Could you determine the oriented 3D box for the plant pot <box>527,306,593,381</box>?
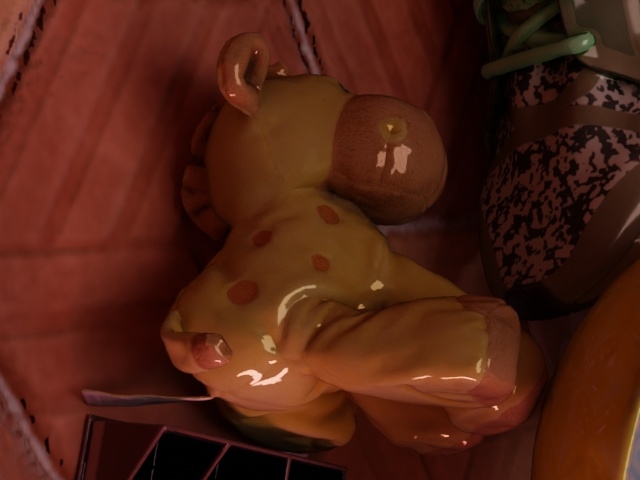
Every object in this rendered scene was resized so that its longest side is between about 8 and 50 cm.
[{"bbox_3d":[0.268,0.014,1.086,0.274,0.256,0.256,-24,108,-28],"label":"plant pot"}]

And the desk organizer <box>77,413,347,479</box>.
[{"bbox_3d":[-0.049,0.116,0.852,0.130,0.050,0.047,20,75,-46],"label":"desk organizer"}]

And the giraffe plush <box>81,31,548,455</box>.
[{"bbox_3d":[0.000,0.000,0.855,0.210,0.181,0.170,7,71,-13],"label":"giraffe plush"}]

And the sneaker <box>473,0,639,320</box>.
[{"bbox_3d":[0.123,-0.155,1.000,0.182,0.158,0.410,28,62,-33],"label":"sneaker"}]

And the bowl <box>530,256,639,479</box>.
[{"bbox_3d":[0.197,0.113,0.886,0.289,0.156,0.289,-2,94,-34],"label":"bowl"}]
